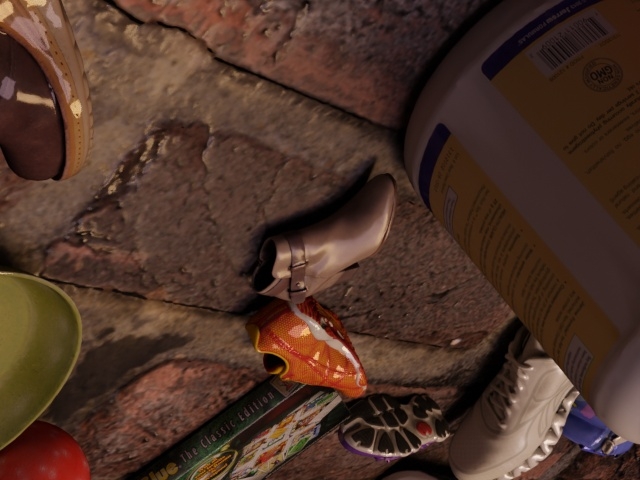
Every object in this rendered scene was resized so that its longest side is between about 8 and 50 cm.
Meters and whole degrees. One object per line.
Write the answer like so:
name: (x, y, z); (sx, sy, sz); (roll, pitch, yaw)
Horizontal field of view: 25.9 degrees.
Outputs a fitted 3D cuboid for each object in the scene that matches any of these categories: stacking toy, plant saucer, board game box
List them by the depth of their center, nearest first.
plant saucer: (-0.264, 0.090, 0.862); (0.241, 0.037, 0.241); (-27, 152, -16)
stacking toy: (-0.227, 0.254, 1.089); (0.141, 0.141, 0.330); (-20, 142, -29)
board game box: (-0.094, 0.206, 1.255); (0.260, 0.030, 0.136); (-35, 155, -4)

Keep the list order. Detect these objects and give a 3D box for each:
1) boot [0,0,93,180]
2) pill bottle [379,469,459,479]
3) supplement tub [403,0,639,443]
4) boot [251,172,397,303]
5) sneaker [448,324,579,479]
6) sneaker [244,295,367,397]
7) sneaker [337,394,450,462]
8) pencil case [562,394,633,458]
boot: (-0.217, -0.085, 0.624); (0.207, 0.090, 0.248); (-18, 151, -10)
pill bottle: (0.149, 0.344, 1.650); (0.130, 0.130, 0.246); (-43, 153, 11)
supplement tub: (0.239, -0.009, 0.978); (0.241, 0.331, 0.241); (-28, 152, -16)
boot: (0.000, 0.000, 1.034); (0.087, 0.042, 0.118); (-4, 132, -35)
sneaker: (0.227, 0.146, 1.481); (0.118, 0.110, 0.292); (22, 116, -44)
sneaker: (-0.011, 0.090, 1.148); (0.067, 0.064, 0.175); (-32, 144, 8)
sneaker: (0.069, 0.202, 1.404); (0.071, 0.068, 0.170); (-42, 154, 23)
pencil case: (0.365, 0.118, 1.552); (0.119, 0.133, 0.306); (15, 128, -23)
